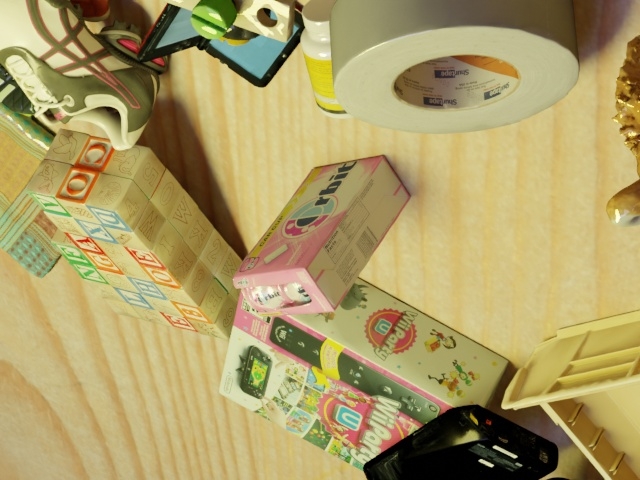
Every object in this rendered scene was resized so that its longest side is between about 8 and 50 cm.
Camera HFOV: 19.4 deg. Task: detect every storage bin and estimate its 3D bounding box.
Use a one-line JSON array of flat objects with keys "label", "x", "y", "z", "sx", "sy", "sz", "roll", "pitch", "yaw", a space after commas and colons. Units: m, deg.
[{"label": "storage bin", "x": 0.363, "y": 0.207, "z": 1.947, "sx": 0.260, "sy": 0.123, "sz": 0.262, "roll": -19, "pitch": 119, "yaw": 49}]

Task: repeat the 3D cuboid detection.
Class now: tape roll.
[{"label": "tape roll", "x": 0.118, "y": -0.170, "z": 1.662, "sx": 0.219, "sy": 0.072, "sz": 0.219, "roll": -2, "pitch": 160, "yaw": -1}]

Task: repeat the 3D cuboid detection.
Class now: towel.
[{"label": "towel", "x": -0.448, "y": -0.120, "z": 2.317, "sx": 0.370, "sy": 0.040, "sz": 0.271, "roll": 39, "pitch": 145, "yaw": -4}]

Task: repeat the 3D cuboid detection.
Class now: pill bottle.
[{"label": "pill bottle", "x": 0.016, "y": -0.182, "z": 1.837, "sx": 0.065, "sy": 0.065, "sz": 0.116, "roll": 13, "pitch": 139, "yaw": 29}]

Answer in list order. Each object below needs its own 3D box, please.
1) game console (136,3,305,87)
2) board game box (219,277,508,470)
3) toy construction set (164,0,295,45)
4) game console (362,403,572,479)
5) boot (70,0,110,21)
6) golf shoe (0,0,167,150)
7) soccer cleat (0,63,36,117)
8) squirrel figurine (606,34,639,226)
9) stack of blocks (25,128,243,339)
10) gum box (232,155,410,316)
[{"label": "game console", "x": -0.099, "y": -0.204, "z": 1.895, "sx": 0.085, "sy": 0.124, "sz": 0.144, "roll": 60, "pitch": 146, "yaw": 12}, {"label": "board game box", "x": 0.044, "y": 0.158, "z": 2.180, "sx": 0.303, "sy": 0.097, "sz": 0.224, "roll": 27, "pitch": 144, "yaw": 10}, {"label": "toy construction set", "x": -0.073, "y": -0.315, "z": 1.610, "sx": 0.309, "sy": 0.237, "sz": 0.257, "roll": 40, "pitch": 145, "yaw": -4}, {"label": "game console", "x": 0.239, "y": 0.306, "z": 2.135, "sx": 0.361, "sy": 0.044, "sz": 0.213, "roll": 29, "pitch": 139, "yaw": -21}, {"label": "boot", "x": -0.292, "y": -0.280, "z": 1.990, "sx": 0.158, "sy": 0.059, "sz": 0.084, "roll": 22, "pitch": 147, "yaw": 17}, {"label": "golf shoe", "x": -0.281, "y": -0.189, "z": 1.942, "sx": 0.273, "sy": 0.120, "sz": 0.105, "roll": 20, "pitch": 159, "yaw": -33}, {"label": "soccer cleat", "x": -0.358, "y": -0.192, "z": 2.143, "sx": 0.179, "sy": 0.060, "sz": 0.072, "roll": 20, "pitch": 140, "yaw": 26}, {"label": "squirrel figurine", "x": 0.365, "y": -0.044, "z": 1.471, "sx": 0.370, "sy": 0.281, "sz": 0.397, "roll": 19, "pitch": -175, "yaw": -31}, {"label": "stack of blocks", "x": -0.216, "y": -0.006, "z": 2.141, "sx": 0.171, "sy": 0.087, "sz": 0.297, "roll": 12, "pitch": 155, "yaw": 30}, {"label": "gum box", "x": 0.000, "y": 0.000, "z": 1.952, "sx": 0.107, "sy": 0.188, "sz": 0.062, "roll": -8, "pitch": 126, "yaw": 44}]
